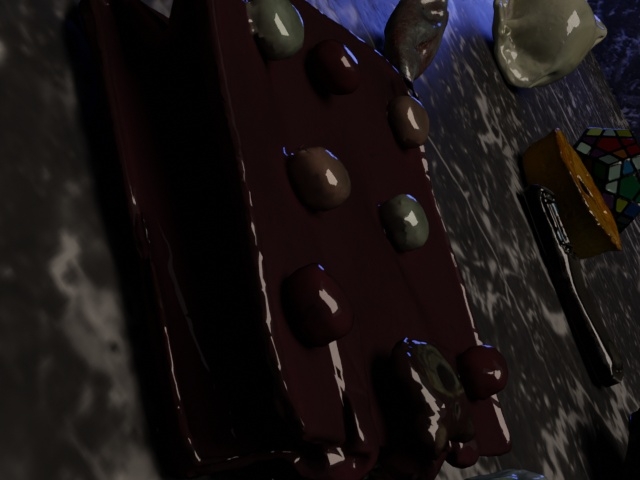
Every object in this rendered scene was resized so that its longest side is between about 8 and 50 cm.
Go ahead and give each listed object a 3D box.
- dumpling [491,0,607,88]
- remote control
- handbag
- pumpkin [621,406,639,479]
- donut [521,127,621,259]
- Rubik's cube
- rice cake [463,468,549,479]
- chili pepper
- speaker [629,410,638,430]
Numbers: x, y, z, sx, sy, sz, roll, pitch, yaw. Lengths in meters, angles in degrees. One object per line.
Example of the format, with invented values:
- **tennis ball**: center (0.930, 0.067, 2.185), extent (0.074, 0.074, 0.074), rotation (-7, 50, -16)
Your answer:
- **dumpling**: center (0.282, -0.280, 1.292), extent (0.151, 0.124, 0.229), rotation (51, 47, 1)
- **remote control**: center (0.250, 0.042, 0.986), extent (0.059, 0.028, 0.212), rotation (17, 51, -63)
- **handbag**: center (0.002, -0.002, 0.412), extent (0.203, 0.074, 0.216), rotation (23, 46, -58)
- **pumpkin**: center (0.327, 0.204, 0.821), extent (0.211, 0.152, 0.212), rotation (6, 81, -40)
- **donut**: center (0.273, -0.046, 1.093), extent (0.152, 0.058, 0.152), rotation (49, 26, -34)
- **Rubik's cube**: center (0.344, -0.072, 1.206), extent (0.112, 0.133, 0.133), rotation (35, 21, 7)
- **rice cake**: center (0.043, 0.164, 0.343), extent (0.336, 0.063, 0.066), rotation (-27, 100, -70)
- **chili pepper**: center (0.074, -0.161, 0.789), extent (0.050, 0.041, 0.153), rotation (38, 45, -12)
- **speaker**: center (0.396, 0.267, 1.009), extent (0.218, 0.082, 0.044), rotation (65, 21, -4)
